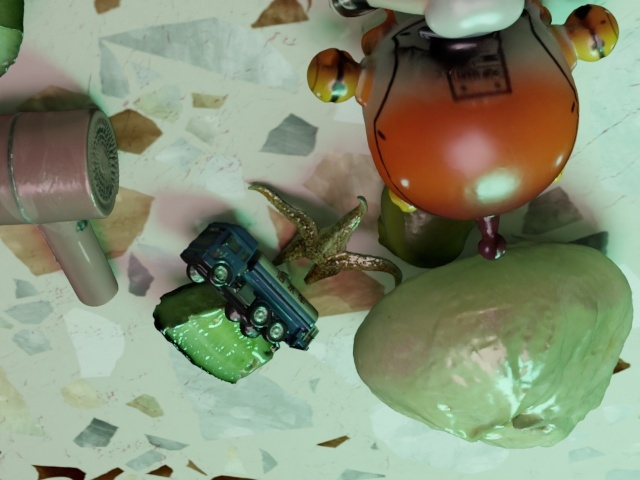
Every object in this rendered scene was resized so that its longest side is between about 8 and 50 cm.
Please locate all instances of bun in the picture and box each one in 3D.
[{"bbox_3d":[0.226,0.145,1.509,0.361,0.213,0.361,-16,153,-9],"label":"bun"}]

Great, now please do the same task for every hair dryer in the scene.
[{"bbox_3d":[-0.329,-0.014,1.461,0.210,0.125,0.352,-4,145,6],"label":"hair dryer"}]

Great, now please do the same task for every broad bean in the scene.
[{"bbox_3d":[0.132,-0.041,1.454,0.124,0.082,0.174,4,128,-8],"label":"broad bean"}]

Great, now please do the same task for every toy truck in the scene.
[{"bbox_3d":[-0.079,0.063,1.530,0.201,0.088,0.074,48,160,-26],"label":"toy truck"}]

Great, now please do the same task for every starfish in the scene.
[{"bbox_3d":[-0.001,0.001,1.489,0.217,0.050,0.223,40,142,-2],"label":"starfish"}]

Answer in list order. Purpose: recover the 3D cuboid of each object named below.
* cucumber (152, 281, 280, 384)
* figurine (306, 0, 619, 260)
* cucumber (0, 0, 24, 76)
[{"bbox_3d":[-0.135,0.112,1.617,0.115,0.086,0.193,-42,134,-3],"label":"cucumber"},{"bbox_3d":[0.150,-0.154,1.233,0.320,0.196,0.323,-10,127,2],"label":"figurine"},{"bbox_3d":[-0.392,-0.234,1.202,0.191,0.130,0.191,-2,142,-1],"label":"cucumber"}]
